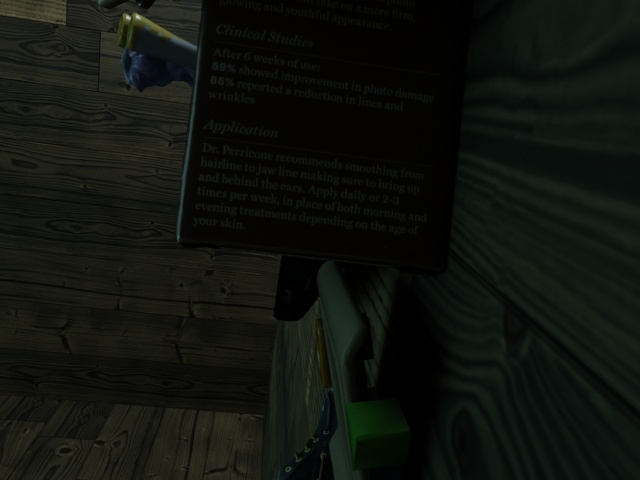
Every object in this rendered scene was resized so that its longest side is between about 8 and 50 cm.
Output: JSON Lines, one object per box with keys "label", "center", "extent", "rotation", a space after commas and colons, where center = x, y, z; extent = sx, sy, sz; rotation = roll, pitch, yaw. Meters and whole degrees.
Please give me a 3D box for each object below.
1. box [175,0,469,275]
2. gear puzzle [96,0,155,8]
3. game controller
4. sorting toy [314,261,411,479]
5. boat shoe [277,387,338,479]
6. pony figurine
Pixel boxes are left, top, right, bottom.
{"label": "box", "center": [0.006, -0.173, 0.438], "extent": [0.143, 0.191, 0.381], "rotation": [177, 100, -84]}
{"label": "gear puzzle", "center": [-0.008, -0.256, 0.308], "extent": [0.044, 0.339, 0.175], "rotation": [-4, -92, -60]}
{"label": "game controller", "center": [0.000, 0.000, 0.661], "extent": [0.166, 0.067, 0.319], "rotation": [-48, -11, -21]}
{"label": "sorting toy", "center": [0.032, 0.129, 0.452], "extent": [0.347, 0.047, 0.196], "rotation": [-112, 17, -75]}
{"label": "boat shoe", "center": [-0.006, 0.241, 0.600], "extent": [0.183, 0.083, 0.065], "rotation": [-90, 9, -45]}
{"label": "pony figurine", "center": [-0.082, -0.245, 0.758], "extent": [0.303, 0.363, 0.351], "rotation": [-32, 54, 52]}
